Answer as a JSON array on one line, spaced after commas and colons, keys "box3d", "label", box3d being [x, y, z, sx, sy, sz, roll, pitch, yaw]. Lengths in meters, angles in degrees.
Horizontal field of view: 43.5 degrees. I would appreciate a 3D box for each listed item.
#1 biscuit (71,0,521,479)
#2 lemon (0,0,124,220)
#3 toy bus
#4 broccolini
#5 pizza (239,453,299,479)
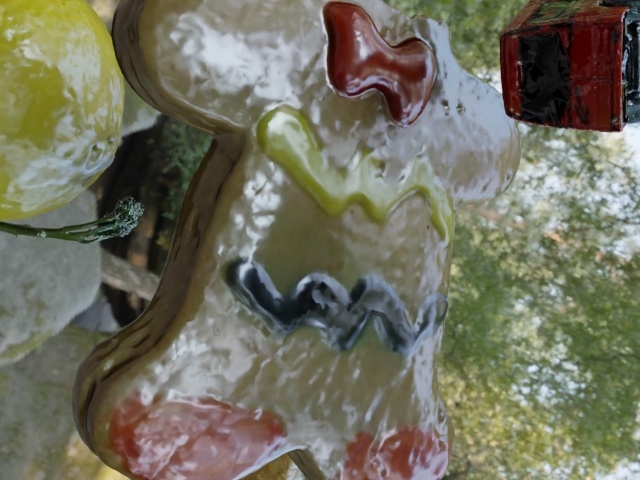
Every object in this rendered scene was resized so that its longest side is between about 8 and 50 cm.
[{"box3d": [0.000, 0.000, 0.595, 0.076, 0.368, 0.393, 8, -99, 55], "label": "biscuit"}, {"box3d": [-0.334, -0.155, 0.799, 0.293, 0.293, 0.293, -58, -164, 28], "label": "lemon"}, {"box3d": [0.193, -0.144, 0.554, 0.195, 0.089, 0.081, -48, 135, -47], "label": "toy bus"}, {"box3d": [-0.306, -0.019, 0.942, 0.052, 0.194, 0.054, -104, -163, -45], "label": "broccolini"}, {"box3d": [-0.072, 0.236, 1.013, 0.058, 0.127, 0.246, -52, 137, -59], "label": "pizza"}]
